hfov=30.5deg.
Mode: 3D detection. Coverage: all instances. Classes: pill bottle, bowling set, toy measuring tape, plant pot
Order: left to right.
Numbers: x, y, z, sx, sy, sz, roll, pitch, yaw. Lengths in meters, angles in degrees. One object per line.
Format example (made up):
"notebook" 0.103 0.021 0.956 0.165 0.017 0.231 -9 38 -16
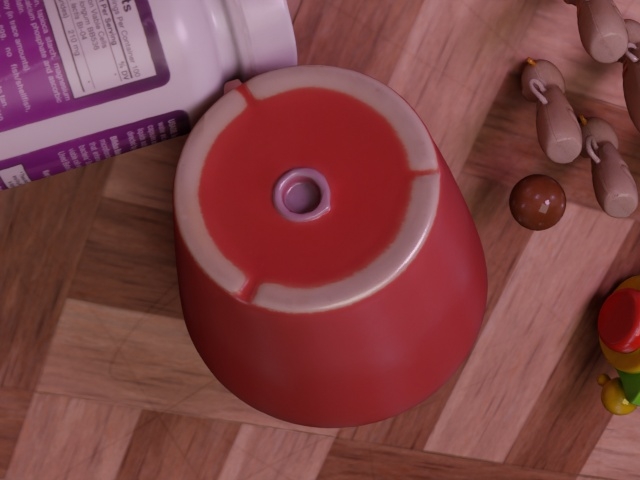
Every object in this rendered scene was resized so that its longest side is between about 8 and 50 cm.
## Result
"pill bottle" -0.178 -0.148 0.914 0.301 0.169 0.169 -17 123 -7
"plant pot" 0.000 0.000 0.945 0.274 0.275 0.243 -25 160 -3
"bowling set" 0.247 -0.117 1.107 0.199 0.154 0.287 -30 127 23
"toy measuring tape" 0.384 0.041 1.241 0.121 0.121 0.330 18 111 -26
